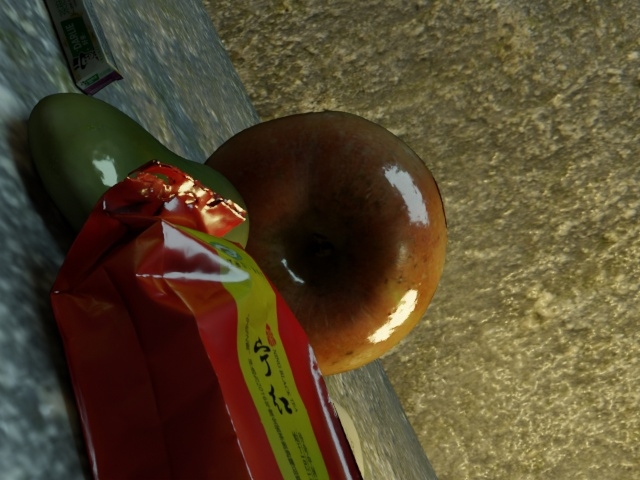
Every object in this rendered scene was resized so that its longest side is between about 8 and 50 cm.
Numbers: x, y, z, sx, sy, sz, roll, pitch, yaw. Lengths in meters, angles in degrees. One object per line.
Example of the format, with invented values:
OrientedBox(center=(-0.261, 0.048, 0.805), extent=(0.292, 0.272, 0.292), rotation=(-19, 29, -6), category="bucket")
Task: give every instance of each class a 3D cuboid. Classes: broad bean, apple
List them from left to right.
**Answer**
OrientedBox(center=(-0.177, -0.035, 0.764), extent=(0.263, 0.121, 0.189), rotation=(36, 29, -47), category="broad bean")
OrientedBox(center=(0.000, 0.000, 1.031), extent=(0.338, 0.339, 0.305), rotation=(63, 7, -4), category="apple")

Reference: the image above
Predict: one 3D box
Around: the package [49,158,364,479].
OrientedBox(center=(-0.066, 0.146, 0.589), extent=(0.196, 0.123, 0.423), rotation=(32, 33, -63), category="package")

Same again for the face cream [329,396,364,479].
OrientedBox(center=(-0.029, 0.230, 0.903), extent=(0.348, 0.081, 0.173), rotation=(56, 26, -60), category="face cream")

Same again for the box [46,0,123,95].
OrientedBox(center=(-0.299, -0.273, 0.973), extent=(0.207, 0.050, 0.041), rotation=(65, 9, 20), category="box")
